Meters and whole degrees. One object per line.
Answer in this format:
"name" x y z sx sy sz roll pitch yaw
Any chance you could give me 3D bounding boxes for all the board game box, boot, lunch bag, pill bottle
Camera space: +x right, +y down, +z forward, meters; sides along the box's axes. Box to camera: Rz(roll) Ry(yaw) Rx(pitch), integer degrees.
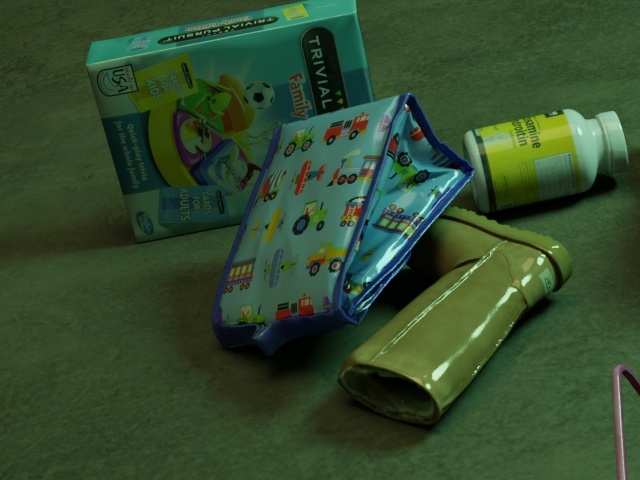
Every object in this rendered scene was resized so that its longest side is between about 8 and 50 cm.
"board game box" -0.097 -0.152 2.099 0.336 0.254 0.079 -11 29 5
"boot" 0.107 0.072 1.782 0.236 0.089 0.269 8 37 43
"lunch bag" 0.000 0.000 1.842 0.221 0.138 0.293 -10 41 47
"pill bottle" 0.268 -0.100 2.010 0.184 0.103 0.103 -13 28 1

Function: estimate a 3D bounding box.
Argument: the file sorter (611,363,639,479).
"file sorter" 0.385 0.162 1.262 0.290 0.182 0.202 -22 39 24
